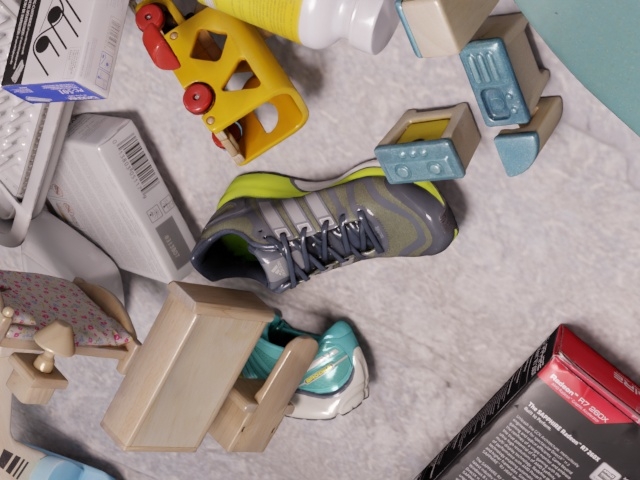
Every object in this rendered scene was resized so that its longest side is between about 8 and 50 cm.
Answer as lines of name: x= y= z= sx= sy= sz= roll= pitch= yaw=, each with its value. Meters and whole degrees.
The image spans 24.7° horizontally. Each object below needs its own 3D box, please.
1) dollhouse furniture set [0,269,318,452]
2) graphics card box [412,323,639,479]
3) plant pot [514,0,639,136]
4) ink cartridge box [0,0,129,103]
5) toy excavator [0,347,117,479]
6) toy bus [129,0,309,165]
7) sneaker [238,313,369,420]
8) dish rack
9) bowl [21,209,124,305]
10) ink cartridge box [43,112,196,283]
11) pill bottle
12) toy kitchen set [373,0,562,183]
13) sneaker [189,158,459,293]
dollhouse furniture set: x=-0.216 y=0.049 z=1.546 sx=0.355 sy=0.303 sz=0.173 roll=41 pitch=108 yaw=37
graphics card box: x=0.213 y=0.291 z=1.481 sx=0.233 sy=0.094 sz=0.371 roll=38 pitch=113 yaw=-2
plant pot: x=0.245 y=-0.195 z=1.037 sx=0.234 sy=0.165 sz=0.165 roll=35 pitch=140 yaw=-7
ink cartridge box: x=-0.221 y=-0.229 z=1.331 sx=0.097 sy=0.207 sz=0.046 roll=1 pitch=163 yaw=35
toy excavator: x=-0.398 y=0.334 z=1.925 sx=0.222 sy=0.432 sz=0.445 roll=16 pitch=163 yaw=23
toy bus: x=-0.092 y=-0.173 z=1.357 sx=0.104 sy=0.191 sz=0.202 roll=-32 pitch=113 yaw=2
sneaker: x=-0.067 y=0.132 z=1.652 sx=0.275 sy=0.107 sz=0.110 roll=-2 pitch=106 yaw=31
dish rack: x=-0.360 y=-0.179 z=1.533 sx=0.285 sy=0.072 sz=0.333 roll=45 pitch=141 yaw=14
bowl: x=-0.298 y=0.045 z=1.717 sx=0.142 sy=0.053 sz=0.142 roll=34 pitch=147 yaw=19
ink cartridge box: x=-0.249 y=-0.054 z=1.637 sx=0.232 sy=0.066 sz=0.189 roll=17 pitch=140 yaw=52
pill bottle: x=-0.022 y=-0.227 z=1.261 sx=0.184 sy=0.103 sz=0.103 roll=24 pitch=138 yaw=15
toy kitchen set: x=0.091 y=-0.137 z=1.251 sx=0.166 sy=0.122 sz=0.207 roll=-3 pitch=125 yaw=37
sneaker: x=0.000 y=0.000 z=1.441 sx=0.300 sy=0.121 sz=0.111 roll=-6 pitch=124 yaw=38
